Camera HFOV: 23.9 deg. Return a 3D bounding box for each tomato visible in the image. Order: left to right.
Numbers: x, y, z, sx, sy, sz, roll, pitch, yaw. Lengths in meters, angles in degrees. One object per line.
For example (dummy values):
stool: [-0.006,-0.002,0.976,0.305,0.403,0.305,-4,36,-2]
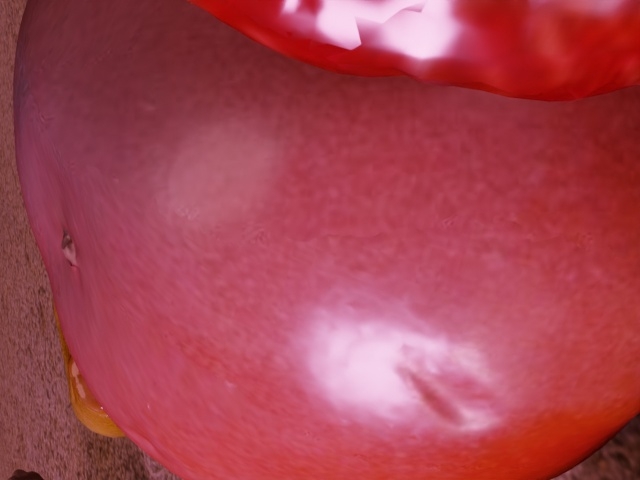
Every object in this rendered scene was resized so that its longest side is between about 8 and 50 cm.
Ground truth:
tomato: [0.014,-0.033,0.663,0.341,0.272,0.341,176,90,-68]

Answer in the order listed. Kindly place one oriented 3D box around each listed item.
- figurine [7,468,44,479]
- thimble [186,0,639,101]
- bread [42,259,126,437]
figurine: [-0.237,0.373,1.486,0.173,0.177,0.247,-112,29,-80]
thimble: [0.051,-0.223,0.461,0.231,0.350,0.350,109,148,-44]
bread: [-0.207,0.068,1.462,0.094,0.102,0.245,109,150,-58]
